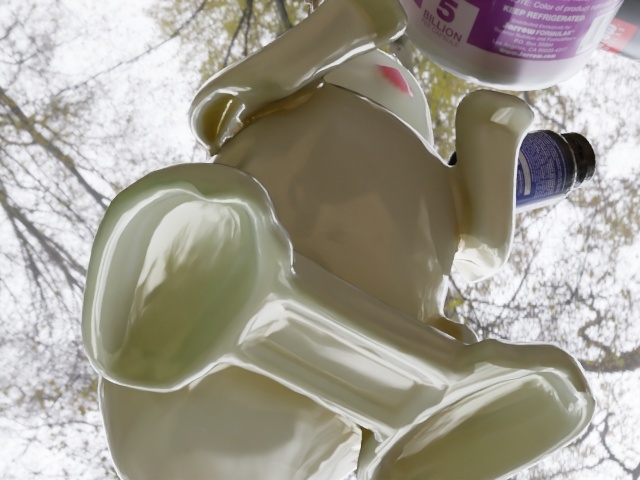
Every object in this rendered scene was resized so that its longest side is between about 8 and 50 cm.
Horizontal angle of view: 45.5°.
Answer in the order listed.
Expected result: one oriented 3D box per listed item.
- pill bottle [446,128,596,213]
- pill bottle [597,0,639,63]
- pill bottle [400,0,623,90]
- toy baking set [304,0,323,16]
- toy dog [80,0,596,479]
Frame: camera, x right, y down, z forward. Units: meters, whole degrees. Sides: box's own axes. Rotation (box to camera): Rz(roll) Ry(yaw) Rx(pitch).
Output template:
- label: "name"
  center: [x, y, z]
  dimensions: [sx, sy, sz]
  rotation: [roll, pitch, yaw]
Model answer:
- label: "pill bottle"
  center: [0.314, -0.106, 1.181]
  dimensions: [0.219, 0.123, 0.123]
  rotation: [-14, -129, -25]
- label: "pill bottle"
  center: [0.401, -0.307, 0.874]
  dimensions: [0.363, 0.210, 0.210]
  rotation: [22, -115, 6]
- label: "pill bottle"
  center: [0.160, -0.261, 0.498]
  dimensions: [0.169, 0.301, 0.169]
  rotation: [5, -127, -7]
- label: "toy baking set"
  center: [-0.003, -0.372, 1.048]
  dimensions: [0.030, 0.256, 0.197]
  rotation: [-3, -155, -5]
- label: "toy dog"
  center: [0.000, 0.000, 0.611]
  dimensions: [0.284, 0.395, 0.408]
  rotation: [22, -141, -10]
